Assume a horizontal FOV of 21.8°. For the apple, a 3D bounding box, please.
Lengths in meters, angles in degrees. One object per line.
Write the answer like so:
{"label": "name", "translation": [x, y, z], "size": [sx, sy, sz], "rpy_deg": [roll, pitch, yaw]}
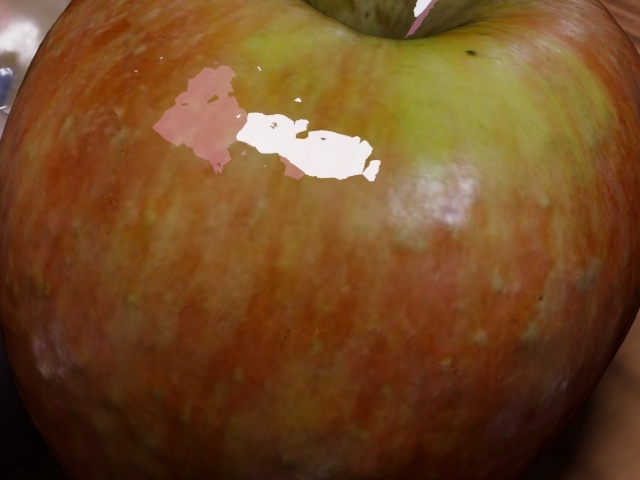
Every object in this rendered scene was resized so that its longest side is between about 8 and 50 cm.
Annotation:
{"label": "apple", "translation": [0.000, 0.000, 0.715], "size": [0.277, 0.250, 0.309], "rpy_deg": [32, 38, 28]}

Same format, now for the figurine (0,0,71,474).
{"label": "figurine", "translation": [-0.177, -0.039, 0.834], "size": [0.206, 0.218, 0.365], "rpy_deg": [-17, 43, 58]}
